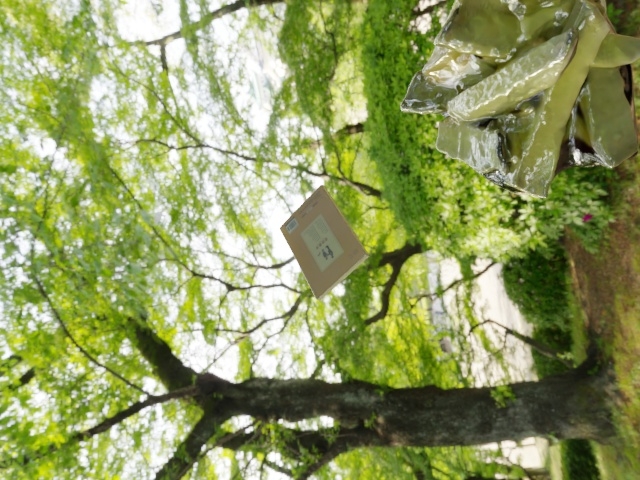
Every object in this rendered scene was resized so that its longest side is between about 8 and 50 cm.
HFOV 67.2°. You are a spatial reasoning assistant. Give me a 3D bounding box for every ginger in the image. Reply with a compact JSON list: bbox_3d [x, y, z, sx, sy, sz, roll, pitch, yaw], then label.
[{"bbox_3d":[0.292,-0.254,0.751,0.413,0.358,0.211,59,-152,6],"label":"ginger"}]

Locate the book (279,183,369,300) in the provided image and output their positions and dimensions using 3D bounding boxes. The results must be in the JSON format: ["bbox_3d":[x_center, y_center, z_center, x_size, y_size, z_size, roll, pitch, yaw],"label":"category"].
[{"bbox_3d":[0.000,0.000,0.819,0.012,0.118,0.172,22,-149,-49],"label":"book"}]

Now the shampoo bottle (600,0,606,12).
[{"bbox_3d":[0.503,-0.445,1.055,0.350,0.222,0.151,2,-101,-55],"label":"shampoo bottle"}]
